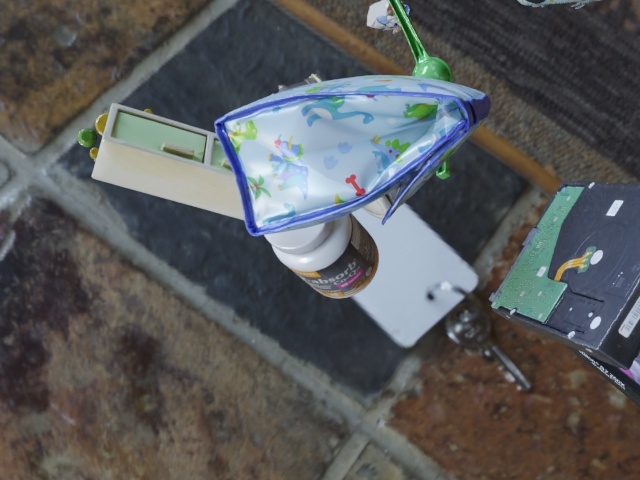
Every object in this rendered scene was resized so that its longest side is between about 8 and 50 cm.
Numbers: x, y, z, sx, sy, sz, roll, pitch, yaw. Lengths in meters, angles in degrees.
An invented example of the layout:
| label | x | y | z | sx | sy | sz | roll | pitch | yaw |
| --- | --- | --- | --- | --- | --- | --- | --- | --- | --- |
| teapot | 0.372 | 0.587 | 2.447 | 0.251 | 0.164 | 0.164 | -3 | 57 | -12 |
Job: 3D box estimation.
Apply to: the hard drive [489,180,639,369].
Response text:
| label | x | y | z | sx | sy | sz | roll | pitch | yaw |
| --- | --- | --- | --- | --- | --- | --- | --- | --- | --- |
| hard drive | 0.374 | 0.033 | 1.200 | 0.064 | 0.339 | 0.236 | 33 | 87 | -14 |

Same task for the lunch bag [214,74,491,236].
| label | x | y | z | sx | sy | sz | roll | pitch | yaw |
| --- | --- | --- | --- | --- | --- | --- | --- | --- | --- |
| lunch bag | 0.031 | -0.064 | 0.562 | 0.151 | 0.129 | 0.096 | -17 | 98 | 19 |

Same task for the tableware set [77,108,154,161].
| label | x | y | z | sx | sy | sz | roll | pitch | yaw |
| --- | --- | --- | --- | --- | --- | --- | --- | --- | --- |
| tableware set | -0.390 | -0.207 | 1.709 | 0.154 | 0.024 | 0.104 | -32 | 89 | -11 |

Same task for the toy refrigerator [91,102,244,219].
| label | x | y | z | sx | sy | sz | roll | pitch | yaw |
| --- | --- | --- | --- | --- | --- | --- | --- | --- | --- |
| toy refrigerator | -0.222 | -0.129 | 1.424 | 0.270 | 0.094 | 0.102 | 16 | 41 | -15 |

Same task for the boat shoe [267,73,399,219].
| label | x | y | z | sx | sy | sz | roll | pitch | yaw |
| --- | --- | --- | --- | --- | --- | --- | --- | --- | --- |
| boat shoe | 0.030 | -0.137 | 1.173 | 0.097 | 0.116 | 0.324 | -36 | 39 | -6 |

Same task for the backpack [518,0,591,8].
| label | x | y | z | sx | sy | sz | roll | pitch | yaw |
| --- | --- | --- | --- | --- | --- | --- | --- | --- | --- |
| backpack | 0.345 | -0.396 | 1.163 | 0.189 | 0.144 | 0.165 | -8 | 88 | -16 |

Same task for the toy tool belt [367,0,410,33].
| label | x | y | z | sx | sy | sz | roll | pitch | yaw |
| --- | --- | --- | --- | --- | --- | --- | --- | --- | --- |
| toy tool belt | 0.109 | -0.331 | 1.283 | 0.051 | 0.083 | 0.052 | 15 | 84 | -30 |

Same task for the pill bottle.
| label | x | y | z | sx | sy | sz | roll | pitch | yaw |
| --- | --- | --- | --- | --- | --- | --- | --- | --- | --- |
| pill bottle | 0.000 | 0.000 | 1.665 | 0.162 | 0.278 | 0.162 | -7 | 68 | 19 |

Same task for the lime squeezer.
| label | x | y | z | sx | sy | sz | roll | pitch | yaw |
| --- | --- | --- | --- | --- | --- | --- | --- | --- | --- |
| lime squeezer | 0.146 | -0.206 | 1.200 | 0.110 | 0.059 | 0.310 | 9 | 59 | -40 |

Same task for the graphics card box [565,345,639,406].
| label | x | y | z | sx | sy | sz | roll | pitch | yaw |
| --- | --- | --- | --- | --- | --- | --- | --- | --- | --- |
| graphics card box | 0.593 | 0.151 | 1.681 | 0.233 | 0.094 | 0.371 | -36 | 53 | -13 |
